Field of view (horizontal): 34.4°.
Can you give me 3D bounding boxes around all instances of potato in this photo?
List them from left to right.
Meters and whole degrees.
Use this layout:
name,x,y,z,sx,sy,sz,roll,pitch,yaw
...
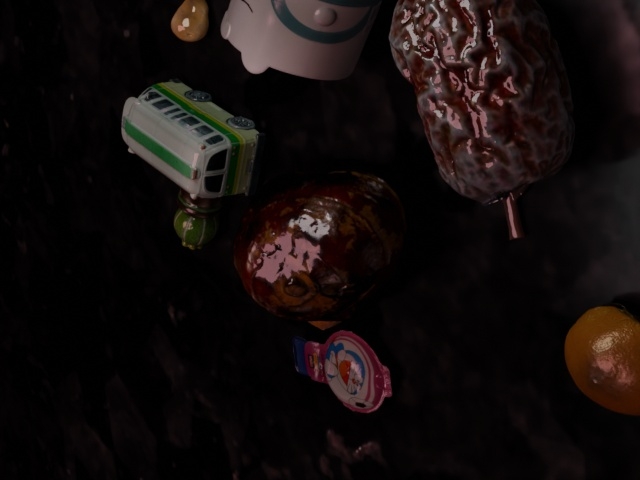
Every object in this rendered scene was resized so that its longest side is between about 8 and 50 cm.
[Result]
name,x,y,z,sx,sy,sz,roll,pitch,yaw
potato,-0.238,-0.410,1.910,0.062,0.068,0.083,-109,36,-71

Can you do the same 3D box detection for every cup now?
name,x,y,z,sx,sy,sz,roll,pitch,yaw
cup,-0.016,-0.411,1.577,0.290,0.219,0.258,-103,29,-47

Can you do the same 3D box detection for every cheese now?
name,x,y,z,sx,sy,sz,roll,pitch,yaw
cheese,0.033,0.226,1.828,0.244,0.062,0.155,12,113,45

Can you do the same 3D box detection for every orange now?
name,x,y,z,sx,sy,sz,roll,pitch,yaw
orange,0.400,0.166,1.387,0.170,0.112,0.160,-30,81,59

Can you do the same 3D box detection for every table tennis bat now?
name,x,y,z,sx,sy,sz,roll,pitch,yaw
table tennis bat,0.234,-0.076,1.470,0.107,0.119,0.170,-11,93,48

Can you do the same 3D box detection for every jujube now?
name,x,y,z,sx,sy,sz,roll,pitch,yaw
jujube,0.217,-0.209,1.370,0.226,0.226,0.317,-18,87,48

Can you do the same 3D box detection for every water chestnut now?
name,x,y,z,sx,sy,sz,roll,pitch,yaw
water chestnut,0.000,0.000,1.650,0.289,0.289,0.244,-45,62,45

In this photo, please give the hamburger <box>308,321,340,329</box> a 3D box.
name,x,y,z,sx,sy,sz,roll,pitch,yaw
hamburger,-0.012,0.100,1.815,0.176,0.087,0.102,42,128,27

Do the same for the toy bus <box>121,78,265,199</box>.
name,x,y,z,sx,sy,sz,roll,pitch,yaw
toy bus,-0.246,-0.188,1.913,0.276,0.164,0.134,34,124,34

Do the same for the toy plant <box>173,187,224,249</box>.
name,x,y,z,sx,sy,sz,roll,pitch,yaw
toy plant,-0.236,-0.057,2.000,0.093,0.092,0.162,40,129,31
